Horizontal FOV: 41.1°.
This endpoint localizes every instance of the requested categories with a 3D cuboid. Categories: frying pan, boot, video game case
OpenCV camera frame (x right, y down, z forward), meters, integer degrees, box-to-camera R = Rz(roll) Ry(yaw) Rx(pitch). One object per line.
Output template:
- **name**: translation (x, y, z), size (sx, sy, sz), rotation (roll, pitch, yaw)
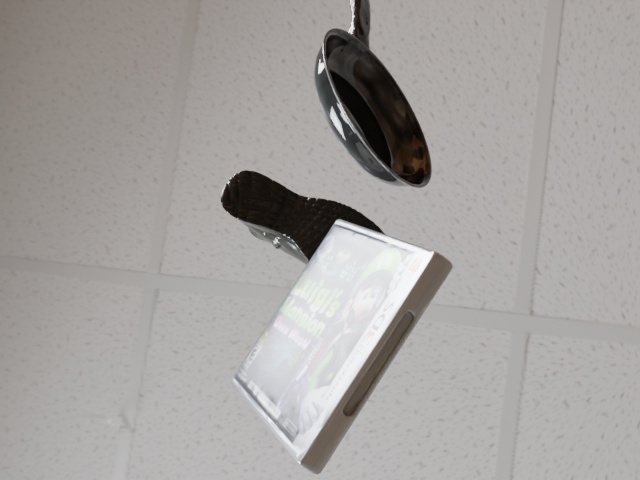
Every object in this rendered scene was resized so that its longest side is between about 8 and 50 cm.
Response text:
- **frying pan**: translation (0.034, -0.197, 0.949), size (0.053, 0.197, 0.326), rotation (-30, -109, 26)
- **boot**: translation (0.000, 0.000, 1.059), size (0.247, 0.161, 0.083), rotation (30, -97, 19)
- **video game case**: translation (0.006, 0.069, 0.666), size (0.022, 0.190, 0.173), rotation (35, -95, -21)
